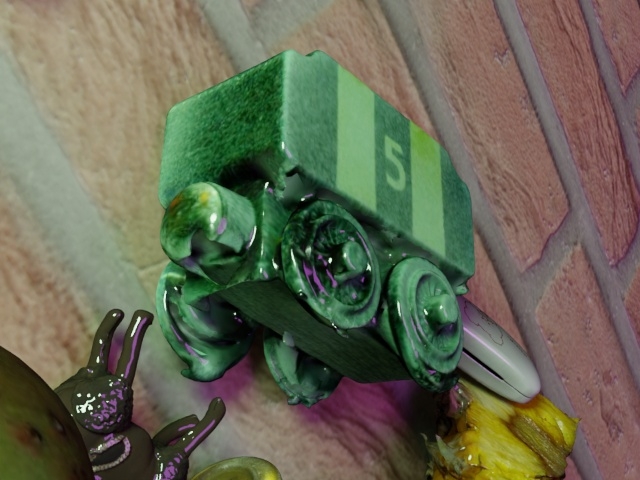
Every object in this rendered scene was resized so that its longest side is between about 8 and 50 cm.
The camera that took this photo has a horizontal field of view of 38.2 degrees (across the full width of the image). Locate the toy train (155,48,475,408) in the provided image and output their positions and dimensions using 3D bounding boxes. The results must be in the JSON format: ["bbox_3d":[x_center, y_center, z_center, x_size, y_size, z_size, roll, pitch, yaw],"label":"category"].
[{"bbox_3d":[0.000,0.000,0.723,0.299,0.167,0.238,31,51,-45],"label":"toy train"}]

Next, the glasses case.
[{"bbox_3d":[0.141,0.091,0.908,0.193,0.049,0.074,37,22,-15],"label":"glasses case"}]

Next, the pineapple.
[{"bbox_3d":[0.139,0.211,0.914,0.164,0.139,0.250,39,24,10],"label":"pineapple"}]

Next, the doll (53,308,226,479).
[{"bbox_3d":[-0.135,0.147,0.609,0.139,0.057,0.165,57,51,-32],"label":"doll"}]

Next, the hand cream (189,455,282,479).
[{"bbox_3d":[-0.042,0.262,0.696,0.084,0.084,0.203,-45,126,-44],"label":"hand cream"}]

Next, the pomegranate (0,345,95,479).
[{"bbox_3d":[-0.224,0.151,0.306,0.323,0.291,0.290,3,82,-54],"label":"pomegranate"}]
